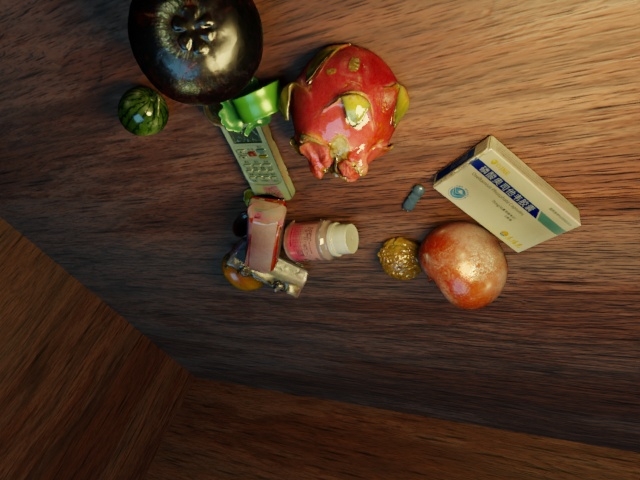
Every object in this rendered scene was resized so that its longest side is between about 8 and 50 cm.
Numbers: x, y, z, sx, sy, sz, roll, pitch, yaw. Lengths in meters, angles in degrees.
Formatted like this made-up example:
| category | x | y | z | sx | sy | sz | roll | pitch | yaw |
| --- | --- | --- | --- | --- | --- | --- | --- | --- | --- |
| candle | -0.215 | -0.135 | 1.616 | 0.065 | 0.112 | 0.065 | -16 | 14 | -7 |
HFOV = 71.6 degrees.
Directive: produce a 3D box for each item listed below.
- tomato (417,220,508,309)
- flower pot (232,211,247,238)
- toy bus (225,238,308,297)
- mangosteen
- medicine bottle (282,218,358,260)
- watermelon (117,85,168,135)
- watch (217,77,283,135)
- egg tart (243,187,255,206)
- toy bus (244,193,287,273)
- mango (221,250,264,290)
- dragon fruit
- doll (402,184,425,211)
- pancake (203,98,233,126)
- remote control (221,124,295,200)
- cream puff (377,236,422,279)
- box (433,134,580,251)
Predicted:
| category | x | y | z | sx | sy | sz | roll | pitch | yaw |
| --- | --- | --- | --- | --- | --- | --- | --- | --- | --- |
| tomato | 0.422 | 0.065 | 1.302 | 0.227 | 0.270 | 0.270 | -44 | 114 | 13 |
| flower pot | -0.258 | -0.041 | 1.657 | 0.111 | 0.111 | 0.089 | -1 | 153 | 28 |
| toy bus | -0.207 | 0.105 | 1.741 | 0.316 | 0.138 | 0.112 | 29 | -176 | -19 |
| mangosteen | -0.272 | -0.458 | 0.994 | 0.300 | 0.300 | 0.300 | 14 | 143 | 11 |
| medicine bottle | 0.000 | 0.000 | 1.527 | 0.247 | 0.147 | 0.147 | -2 | 137 | 31 |
| watermelon | -0.511 | -0.387 | 1.304 | 0.187 | 0.141 | 0.140 | -23 | 125 | 41 |
| watch | -0.169 | -0.343 | 1.141 | 0.152 | 0.165 | 0.131 | 19 | 136 | 55 |
| egg tart | -0.230 | -0.138 | 1.559 | 0.105 | 0.039 | 0.105 | 13 | 144 | 10 |
| toy bus | -0.190 | -0.017 | 1.494 | 0.127 | 0.147 | 0.303 | 8 | 138 | -6 |
| mango | -0.317 | 0.134 | 1.853 | 0.120 | 0.152 | 0.221 | -18 | 129 | 35 |
| dragon fruit | 0.046 | -0.285 | 1.072 | 0.305 | 0.226 | 0.305 | 16 | 145 | 12 |
| doll | 0.277 | -0.125 | 1.324 | 0.037 | 0.027 | 0.125 | 23 | 147 | -1 |
| pancake | -0.276 | -0.384 | 1.236 | 0.139 | 0.022 | 0.140 | 11 | 114 | 26 |
| remote control | -0.192 | -0.258 | 1.376 | 0.145 | 0.050 | 0.344 | 3 | 139 | 24 |
| cream puff | 0.271 | 0.069 | 1.495 | 0.165 | 0.115 | 0.150 | 22 | 140 | 2 |
| box | 0.495 | -0.113 | 1.190 | 0.343 | 0.065 | 0.200 | 34 | 143 | -16 |
